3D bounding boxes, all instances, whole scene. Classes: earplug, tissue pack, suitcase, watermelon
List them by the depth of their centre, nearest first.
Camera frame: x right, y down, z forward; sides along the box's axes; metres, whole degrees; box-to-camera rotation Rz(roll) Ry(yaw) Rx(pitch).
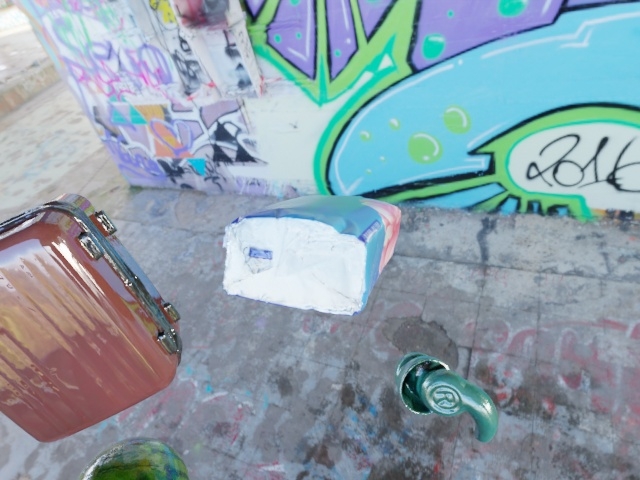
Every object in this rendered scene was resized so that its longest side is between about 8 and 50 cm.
[{"bbox_3d":[-0.353,0.106,0.557,0.236,0.297,0.161,-25,29,-3],"label":"suitcase"},{"bbox_3d":[0.000,0.000,0.634,0.209,0.137,0.270,6,16,19],"label":"tissue pack"},{"bbox_3d":[-0.409,0.557,0.887,0.243,0.242,0.242,-9,41,8],"label":"watermelon"},{"bbox_3d":[0.333,0.413,1.127,0.258,0.163,0.280,18,7,-23],"label":"earplug"}]
